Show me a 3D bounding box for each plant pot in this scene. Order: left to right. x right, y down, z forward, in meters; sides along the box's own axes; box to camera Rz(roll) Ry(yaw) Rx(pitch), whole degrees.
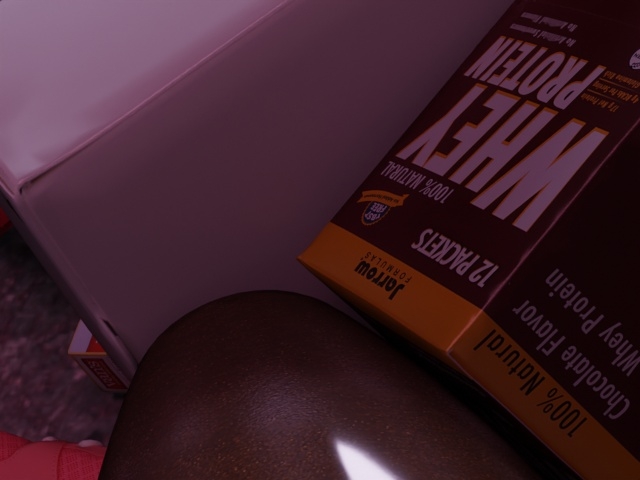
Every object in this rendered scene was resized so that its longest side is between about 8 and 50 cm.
[{"bbox_3d":[-0.005,0.124,0.676,0.215,0.215,0.230,-30,35,4],"label":"plant pot"}]

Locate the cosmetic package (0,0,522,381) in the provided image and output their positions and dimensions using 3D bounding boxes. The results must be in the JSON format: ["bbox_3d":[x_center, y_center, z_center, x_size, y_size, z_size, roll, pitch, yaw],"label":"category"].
[{"bbox_3d":[0.026,-0.089,0.834,0.365,0.197,0.155,-35,39,-10],"label":"cosmetic package"}]

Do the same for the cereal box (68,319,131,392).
[{"bbox_3d":[0.000,0.000,0.950,0.240,0.047,0.173,-1,54,28],"label":"cereal box"}]

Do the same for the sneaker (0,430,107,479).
[{"bbox_3d":[-0.077,0.146,0.860,0.314,0.116,0.136,28,62,32],"label":"sneaker"}]

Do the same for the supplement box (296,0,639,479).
[{"bbox_3d":[0.137,0.005,0.746,0.194,0.191,0.129,-50,30,-5],"label":"supplement box"}]

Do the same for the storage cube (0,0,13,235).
[{"bbox_3d":[-0.185,-0.131,1.009,0.193,0.215,0.183,-43,12,-7],"label":"storage cube"}]
